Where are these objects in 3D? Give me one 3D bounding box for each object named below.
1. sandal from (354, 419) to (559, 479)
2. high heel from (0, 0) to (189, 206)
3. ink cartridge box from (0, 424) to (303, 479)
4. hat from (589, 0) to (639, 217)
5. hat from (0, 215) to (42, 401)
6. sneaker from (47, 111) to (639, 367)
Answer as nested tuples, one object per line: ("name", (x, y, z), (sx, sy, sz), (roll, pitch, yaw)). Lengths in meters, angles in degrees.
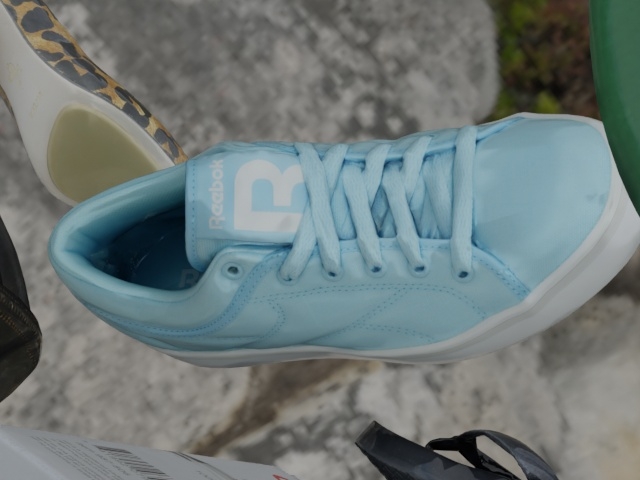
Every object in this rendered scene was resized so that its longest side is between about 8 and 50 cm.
("sandal", (0.123, 0.154, 0.975), (0.054, 0.254, 0.097), (-52, 131, -18))
("high heel", (-0.174, -0.121, 1.218), (0.261, 0.093, 0.186), (31, 31, -16))
("ink cartridge box", (-0.072, 0.290, 1.325), (0.285, 0.166, 0.395), (28, 5, 34))
("hat", (0.159, 0.004, 0.404), (0.183, 0.173, 0.209), (65, 13, -61))
("hat", (-0.205, 0.016, 0.764), (0.134, 0.331, 0.331), (-24, 80, -8))
("sneaker", (0.000, 0.000, 0.972), (0.150, 0.365, 0.135), (24, 57, -52))
